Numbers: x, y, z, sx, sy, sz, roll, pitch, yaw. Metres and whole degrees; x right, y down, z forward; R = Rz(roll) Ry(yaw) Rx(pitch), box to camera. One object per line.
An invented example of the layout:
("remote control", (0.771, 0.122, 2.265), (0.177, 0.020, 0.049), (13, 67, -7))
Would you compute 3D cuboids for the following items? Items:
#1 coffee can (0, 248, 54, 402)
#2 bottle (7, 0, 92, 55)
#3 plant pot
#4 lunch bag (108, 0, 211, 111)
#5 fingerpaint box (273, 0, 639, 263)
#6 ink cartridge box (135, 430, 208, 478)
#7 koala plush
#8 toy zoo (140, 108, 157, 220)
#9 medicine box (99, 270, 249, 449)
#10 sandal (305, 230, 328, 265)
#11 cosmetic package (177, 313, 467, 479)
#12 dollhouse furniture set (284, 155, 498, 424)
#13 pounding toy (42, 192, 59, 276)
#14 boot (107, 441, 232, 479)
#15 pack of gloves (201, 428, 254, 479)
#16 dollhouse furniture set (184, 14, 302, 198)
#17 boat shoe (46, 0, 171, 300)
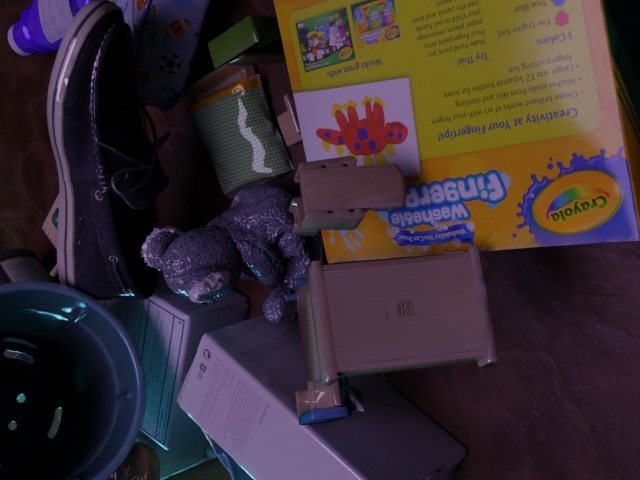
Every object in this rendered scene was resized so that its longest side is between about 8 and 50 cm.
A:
("coffee can", (-0.596, 0.183, 1.836), (0.275, 0.201, 0.201), (51, 126, 19))
("bottle", (-0.475, -0.411, 1.672), (0.283, 0.092, 0.118), (-12, 87, 41))
("plant pot", (-0.502, 0.265, 1.498), (0.334, 0.341, 0.341), (-26, 83, 59))
("lunch bag", (-0.274, -0.385, 1.478), (0.243, 0.115, 0.303), (56, 130, 45))
("fingerpaint box", (0.186, -0.175, 1.130), (0.445, 0.163, 0.371), (-7, 98, 41))
("ink cartridge box", (-0.333, 0.343, 1.688), (0.208, 0.153, 0.086), (33, 119, 31))
("koala plush", (-0.147, 0.022, 1.385), (0.196, 0.221, 0.203), (39, 132, 41))
("toy zoo", (-0.392, -0.133, 1.708), (0.192, 0.030, 0.293), (0, 101, 39))
("medicine box", (-0.297, 0.175, 1.622), (0.289, 0.149, 0.263), (27, 116, 33))
("sandal", (0.000, 0.000, 1.404), (0.067, 0.040, 0.179), (37, 130, 38))
("cosmetic package", (-0.001, 0.281, 1.362), (0.385, 0.217, 0.156), (40, 122, 28))
("dollhouse furniture set", (0.066, 0.077, 1.171), (0.303, 0.198, 0.286), (119, 145, -71))
("pounding toy", (-0.437, -0.024, 1.656), (0.100, 0.141, 0.130), (51, 127, 18))
("boot", (-0.244, 0.413, 1.555), (0.089, 0.270, 0.236), (39, 118, 31))
("pack of gloves", (-0.111, 0.332, 1.490), (0.046, 0.195, 0.232), (-34, 77, 16))
("dollhouse furniture set", (-0.125, -0.190, 1.396), (0.302, 0.151, 0.197), (-22, 86, 41))
("boat shoe", (-0.311, -0.117, 1.387), (0.156, 0.187, 0.500), (13, 119, 12))
